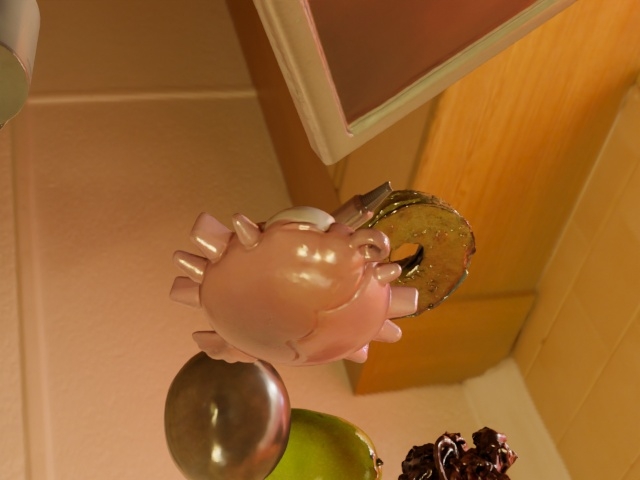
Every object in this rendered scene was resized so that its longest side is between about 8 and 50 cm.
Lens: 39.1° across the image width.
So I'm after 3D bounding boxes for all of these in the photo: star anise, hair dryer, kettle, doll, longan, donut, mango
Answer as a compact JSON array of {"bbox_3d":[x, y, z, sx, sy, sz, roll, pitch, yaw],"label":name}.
[{"bbox_3d":[0.214,0.355,1.382,0.190,0.126,0.220,-17,-170,-31],"label":"star anise"},{"bbox_3d":[-0.006,0.002,1.124,0.195,0.220,0.054,-22,-100,-46],"label":"hair dryer"},{"bbox_3d":[-0.300,-0.184,0.808,0.098,0.127,0.148,23,-153,-28],"label":"kettle"},{"bbox_3d":[-0.030,0.052,0.789,0.211,0.262,0.093,26,-128,-17],"label":"doll"},{"bbox_3d":[-0.136,0.260,1.325,0.196,0.196,0.220,-3,-92,-15],"label":"longan"},{"bbox_3d":[0.158,0.017,1.716,0.272,0.272,0.107,-1,-144,-12],"label":"donut"},{"bbox_3d":[-0.044,0.363,1.475,0.293,0.143,0.175,5,-99,7],"label":"mango"}]

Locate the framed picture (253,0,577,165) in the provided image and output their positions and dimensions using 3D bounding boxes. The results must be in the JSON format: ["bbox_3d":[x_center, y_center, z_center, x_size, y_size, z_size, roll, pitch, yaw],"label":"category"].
[{"bbox_3d":[0.101,-0.156,0.342,0.289,0.211,0.020,-33,-112,-3],"label":"framed picture"}]
